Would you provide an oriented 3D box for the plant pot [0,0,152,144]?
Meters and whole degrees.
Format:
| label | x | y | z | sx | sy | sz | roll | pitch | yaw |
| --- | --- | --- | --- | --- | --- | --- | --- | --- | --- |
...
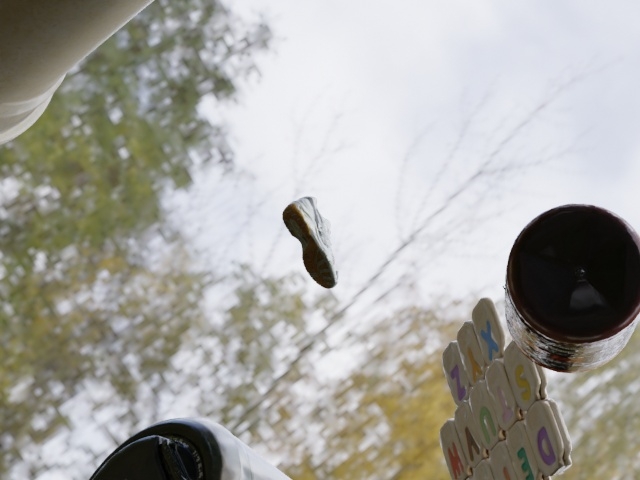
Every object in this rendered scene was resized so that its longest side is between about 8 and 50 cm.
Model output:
| label | x | y | z | sx | sy | sz | roll | pitch | yaw |
| --- | --- | --- | --- | --- | --- | --- | --- | --- | --- |
| plant pot | -0.296 | -0.293 | 1.574 | 0.305 | 0.334 | 0.334 | -21 | -79 | 37 |

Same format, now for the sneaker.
| label | x | y | z | sx | sy | sz | roll | pitch | yaw |
| --- | --- | --- | --- | --- | --- | --- | --- | --- | --- |
| sneaker | 0.000 | 0.000 | 1.365 | 0.032 | 0.037 | 0.083 | -8 | -68 | 41 |

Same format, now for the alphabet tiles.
| label | x | y | z | sx | sy | sz | roll | pitch | yaw |
| --- | --- | --- | --- | --- | --- | --- | --- | --- | --- |
| alphabet tiles | 0.188 | 0.213 | 1.663 | 0.284 | 0.021 | 0.278 | 116 | -39 | -60 |

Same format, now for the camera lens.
| label | x | y | z | sx | sy | sz | roll | pitch | yaw |
| --- | --- | --- | --- | --- | --- | --- | --- | --- | --- |
| camera lens | -0.094 | 0.316 | 1.530 | 0.219 | 0.219 | 0.274 | 3 | -31 | 49 |

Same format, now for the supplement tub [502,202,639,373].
| label | x | y | z | sx | sy | sz | roll | pitch | yaw |
| --- | --- | --- | --- | --- | --- | --- | --- | --- | --- |
| supplement tub | 0.193 | 0.044 | 1.214 | 0.106 | 0.106 | 0.198 | 45 | -5 | 15 |
